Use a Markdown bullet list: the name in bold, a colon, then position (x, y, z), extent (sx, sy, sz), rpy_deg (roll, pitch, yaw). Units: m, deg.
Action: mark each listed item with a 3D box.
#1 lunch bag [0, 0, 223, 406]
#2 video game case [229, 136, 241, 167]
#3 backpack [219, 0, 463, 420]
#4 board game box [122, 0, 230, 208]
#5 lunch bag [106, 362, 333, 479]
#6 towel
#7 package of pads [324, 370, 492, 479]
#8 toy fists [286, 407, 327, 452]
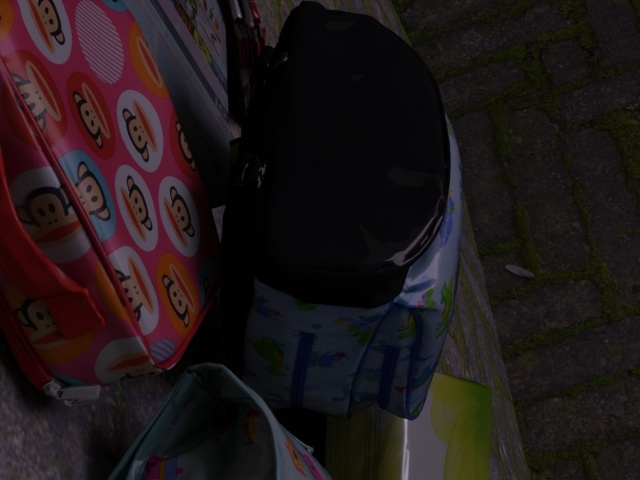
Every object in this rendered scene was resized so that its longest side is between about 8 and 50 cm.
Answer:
- **lunch bag**: position (-0.177, -0.043, 0.862), extent (0.258, 0.120, 0.293), rpy_deg (-74, 143, -67)
- **video game case**: position (-0.030, 0.004, 1.571), extent (0.275, 0.035, 0.248), rpy_deg (12, 60, -75)
- **backpack**: position (0.017, 0.019, 1.112), extent (0.355, 0.273, 0.290), rpy_deg (119, -19, -49)
- **board game box**: position (-0.172, -0.197, 1.144), extent (0.224, 0.097, 0.303), rpy_deg (60, 19, -44)
- **lunch bag**: position (-0.052, 0.243, 0.905), extent (0.223, 0.160, 0.262), rpy_deg (53, 28, -51)
- **towel**: position (-0.103, -0.289, 1.458), extent (0.329, 0.037, 0.237), rpy_deg (92, -18, -75)
- **package of pads**: position (0.092, 0.281, 1.316), extent (0.229, 0.101, 0.296), rpy_deg (24, 65, -55)
- **toy fists**: position (0.045, 0.213, 1.435), extent (0.279, 0.096, 0.142), rpy_deg (64, 37, -27)
